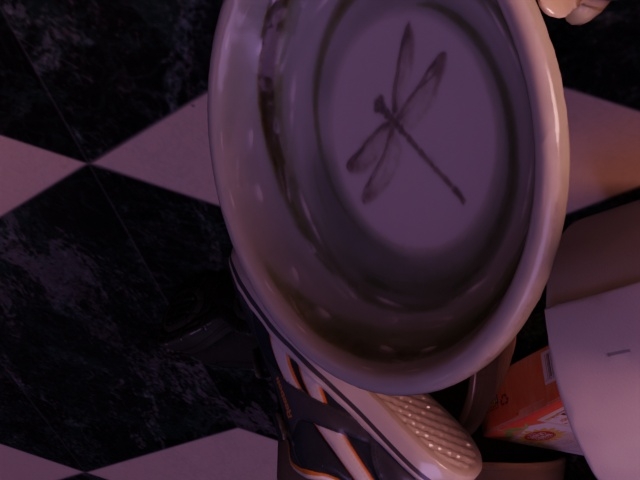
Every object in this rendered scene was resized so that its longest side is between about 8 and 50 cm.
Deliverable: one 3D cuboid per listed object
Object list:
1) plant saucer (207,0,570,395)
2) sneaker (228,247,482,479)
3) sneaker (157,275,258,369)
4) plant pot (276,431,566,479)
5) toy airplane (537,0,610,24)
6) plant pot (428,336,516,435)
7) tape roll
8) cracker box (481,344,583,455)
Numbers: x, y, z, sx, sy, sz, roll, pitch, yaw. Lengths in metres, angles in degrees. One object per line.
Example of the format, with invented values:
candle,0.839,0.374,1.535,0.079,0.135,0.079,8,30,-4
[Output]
plant saucer,0.058,-0.082,0.868,0.100,0.400,0.400,-11,158,-37
sneaker,0.000,0.137,1.031,0.321,0.126,0.127,49,118,23
sneaker,-0.060,0.089,1.233,0.130,0.109,0.286,34,153,-30
plant pot,0.099,0.358,1.220,0.323,0.280,0.323,6,176,0
toy airplane,0.347,-0.152,0.693,0.384,0.272,0.386,-24,100,13
plant pot,0.118,0.087,1.106,0.109,0.237,0.237,-9,153,-32
tape roll,0.310,0.099,0.941,0.100,0.286,0.286,-20,126,39
cracker box,0.301,0.168,1.136,0.232,0.067,0.155,16,145,-30
